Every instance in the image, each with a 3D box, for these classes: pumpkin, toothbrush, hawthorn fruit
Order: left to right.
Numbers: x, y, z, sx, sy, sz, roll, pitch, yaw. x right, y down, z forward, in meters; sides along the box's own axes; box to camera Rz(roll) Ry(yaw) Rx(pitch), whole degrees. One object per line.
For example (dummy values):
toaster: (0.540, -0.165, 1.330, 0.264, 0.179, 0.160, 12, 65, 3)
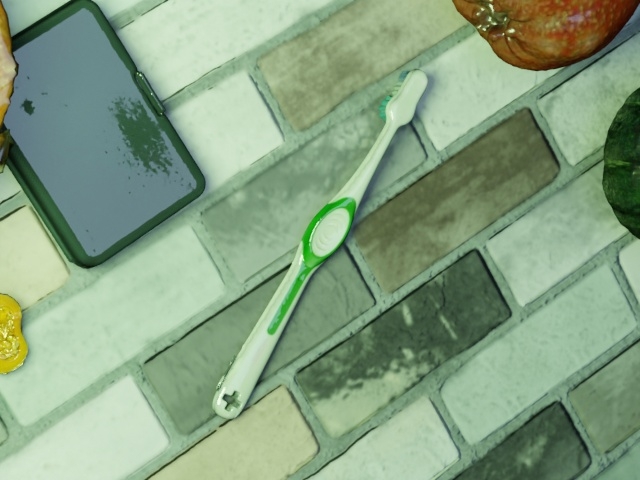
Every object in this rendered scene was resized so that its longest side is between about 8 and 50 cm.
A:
pumpkin: (-0.311, 0.087, 1.686, 0.050, 0.028, 0.083, -15, 106, -24)
toothbrush: (0.002, 0.000, 1.816, 0.042, 0.040, 0.418, 34, 78, -23)
hawthorn fruit: (0.258, -0.301, 1.840, 0.253, 0.205, 0.205, -41, 106, -20)
pumpkin: (0.412, -0.087, 1.934, 0.212, 0.152, 0.211, -9, 110, -26)

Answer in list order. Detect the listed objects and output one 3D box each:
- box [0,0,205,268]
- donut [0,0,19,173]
box: (-0.230, -0.103, 1.706, 0.160, 0.050, 0.230, -36, 104, -19)
donut: (-0.486, -0.136, 1.529, 0.435, 0.163, 0.377, -31, 104, -20)
